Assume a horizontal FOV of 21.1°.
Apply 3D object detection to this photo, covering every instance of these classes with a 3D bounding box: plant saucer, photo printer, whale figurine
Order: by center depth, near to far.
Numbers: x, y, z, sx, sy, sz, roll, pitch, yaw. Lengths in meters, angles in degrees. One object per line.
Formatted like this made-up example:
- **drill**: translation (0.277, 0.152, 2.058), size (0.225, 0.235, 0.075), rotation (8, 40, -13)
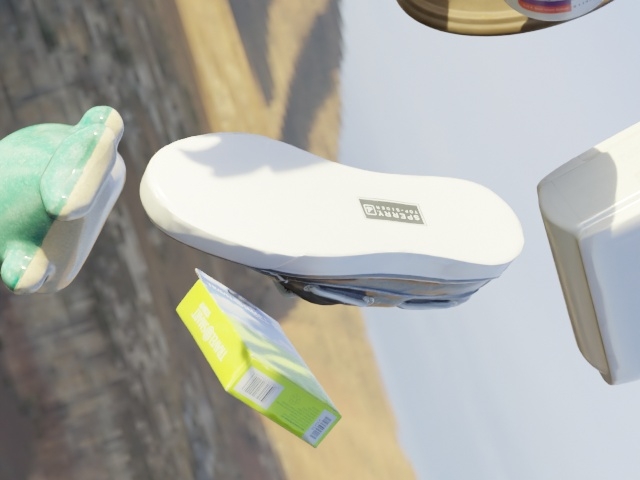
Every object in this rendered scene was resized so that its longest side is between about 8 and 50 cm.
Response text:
- **plant saucer**: translation (0.198, -0.293, 1.652), size (0.278, 0.278, 0.041), rotation (-114, -179, -52)
- **whale figurine**: translation (-0.277, -0.052, 1.718), size (0.141, 0.216, 0.272), rotation (28, -15, -7)
- **photo printer**: translation (0.359, 0.008, 1.725), size (0.107, 0.256, 0.307), rotation (59, -6, 41)

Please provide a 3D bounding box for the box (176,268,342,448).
- **box**: translation (-0.058, 0.098, 1.474), size (0.109, 0.042, 0.178), rotation (36, 7, -29)

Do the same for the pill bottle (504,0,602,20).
- **pill bottle**: translation (0.186, -0.276, 1.391), size (0.193, 0.108, 0.108), rotation (72, -3, -59)

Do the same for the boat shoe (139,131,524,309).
- **boat shoe**: translation (0.000, 0.000, 1.240), size (0.102, 0.301, 0.108), rotation (-52, -136, 41)
